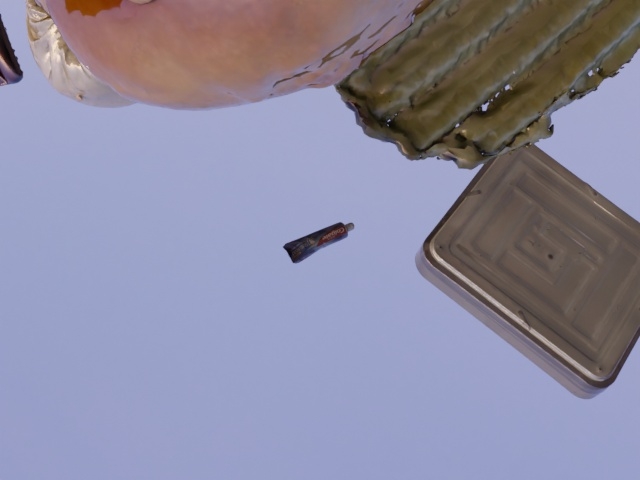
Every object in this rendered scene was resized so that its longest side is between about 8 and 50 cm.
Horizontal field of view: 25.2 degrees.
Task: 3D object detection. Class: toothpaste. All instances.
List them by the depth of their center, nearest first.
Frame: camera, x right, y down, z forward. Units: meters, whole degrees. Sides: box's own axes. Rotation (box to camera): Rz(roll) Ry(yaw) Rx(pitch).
[{"bbox_3d":[0.000,0.000,1.505,0.083,0.019,0.027,-24,-119,-23],"label":"toothpaste"}]

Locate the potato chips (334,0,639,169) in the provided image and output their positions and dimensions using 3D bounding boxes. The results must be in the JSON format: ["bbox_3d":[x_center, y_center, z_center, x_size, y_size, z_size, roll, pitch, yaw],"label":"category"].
[{"bbox_3d":[0.170,-0.277,1.434,0.429,0.358,0.070,-39,-165,-12],"label":"potato chips"}]

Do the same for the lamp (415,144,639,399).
[{"bbox_3d":[0.273,0.024,1.697,0.266,0.047,0.269,37,-131,4],"label":"lamp"}]

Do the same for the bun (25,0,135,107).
[{"bbox_3d":[-0.260,-0.268,1.661,0.145,0.229,0.229,6,-152,-30],"label":"bun"}]

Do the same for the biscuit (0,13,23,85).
[{"bbox_3d":[-0.512,-0.247,1.919,0.235,0.151,0.063,-19,180,18],"label":"biscuit"}]

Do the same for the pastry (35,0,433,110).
[{"bbox_3d":[-0.061,-0.287,1.035,0.409,0.409,0.245,41,174,41],"label":"pastry"}]
